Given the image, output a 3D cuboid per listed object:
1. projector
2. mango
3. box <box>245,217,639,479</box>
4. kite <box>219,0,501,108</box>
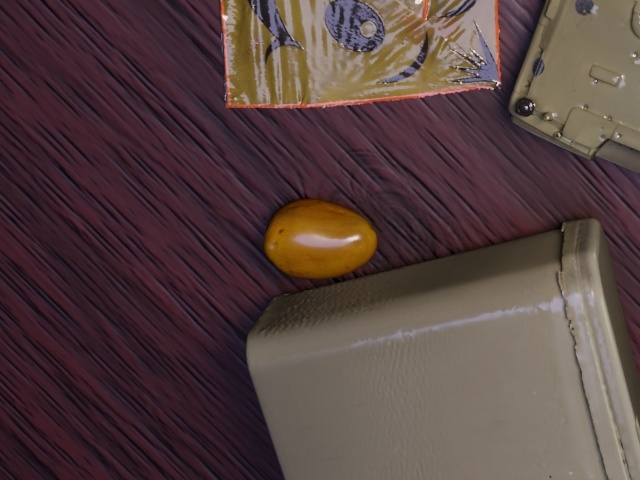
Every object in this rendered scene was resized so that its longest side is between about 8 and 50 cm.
[{"bbox_3d":[0.319,-0.144,1.317,0.269,0.088,0.193,24,110,17],"label":"projector"},{"bbox_3d":[0.000,0.000,1.461,0.114,0.060,0.080,-7,109,9],"label":"mango"},{"bbox_3d":[0.144,0.190,1.440,0.344,0.177,0.352,-13,105,17],"label":"box"},{"bbox_3d":[0.044,-0.248,1.400,0.327,0.013,0.377,37,109,-3],"label":"kite"}]
